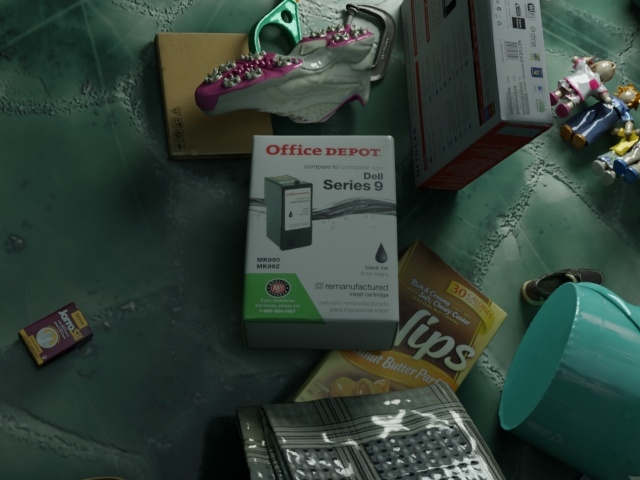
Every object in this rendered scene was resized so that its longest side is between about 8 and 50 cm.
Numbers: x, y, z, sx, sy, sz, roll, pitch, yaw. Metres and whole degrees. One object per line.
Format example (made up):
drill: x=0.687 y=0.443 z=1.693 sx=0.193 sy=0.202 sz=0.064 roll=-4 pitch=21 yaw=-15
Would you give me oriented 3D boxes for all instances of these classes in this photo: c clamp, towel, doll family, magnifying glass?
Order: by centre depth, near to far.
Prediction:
towel: x=0.070 y=0.292 z=1.152 sx=0.324 sy=0.056 sz=0.312 roll=-4 pitch=36 yaw=-15
magnifying glass: x=-0.054 y=-0.362 z=1.486 sx=0.092 sy=0.026 sz=0.231 roll=28 pitch=62 yaw=-29
c clamp: x=0.056 y=-0.326 z=1.521 sx=0.137 sy=0.022 sz=0.160 roll=25 pitch=70 yaw=-10
doll family: x=0.506 y=-0.196 z=1.598 sx=0.163 sy=0.118 sz=0.263 roll=-33 pitch=69 yaw=-16

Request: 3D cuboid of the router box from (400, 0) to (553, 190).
router box: x=0.223 y=-0.279 z=1.412 sx=0.082 sy=0.301 sz=0.335 roll=1 pitch=76 yaw=-17

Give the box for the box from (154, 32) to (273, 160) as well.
box: x=-0.160 y=-0.221 z=1.424 sx=0.164 sy=0.021 sz=0.201 roll=-4 pitch=76 yaw=-21

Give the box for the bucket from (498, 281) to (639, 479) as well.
bucket: x=0.396 y=0.203 z=1.360 sx=0.183 sy=0.281 sz=0.281 roll=25 pitch=69 yaw=-1

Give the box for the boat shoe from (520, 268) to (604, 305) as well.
boat shoe: x=0.400 y=0.074 z=1.509 sx=0.152 sy=0.049 sz=0.056 roll=-12 pitch=79 yaw=-20

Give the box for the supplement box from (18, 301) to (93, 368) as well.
supplement box: x=-0.356 y=0.128 z=1.258 sx=0.083 sy=0.043 sz=0.055 roll=-31 pitch=85 yaw=-23

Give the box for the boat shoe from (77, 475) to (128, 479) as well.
boat shoe: x=-0.378 y=0.384 z=1.139 sx=0.342 sy=0.123 sz=0.123 roll=-15 pitch=81 yaw=-20

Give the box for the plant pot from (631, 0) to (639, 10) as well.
plant pot: x=0.659 y=-0.482 z=1.638 sx=0.293 sy=0.293 sz=0.196 roll=41 pitch=94 yaw=-4

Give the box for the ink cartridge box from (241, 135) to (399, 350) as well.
ink cartridge box: x=0.000 y=0.000 z=1.313 sx=0.211 sy=0.121 sz=0.289 roll=0 pitch=64 yaw=0

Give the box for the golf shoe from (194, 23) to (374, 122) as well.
golf shoe: x=-0.041 y=-0.224 z=1.403 sx=0.306 sy=0.115 sz=0.140 roll=-23 pitch=122 yaw=-24

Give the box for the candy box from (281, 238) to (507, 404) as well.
candy box: x=0.111 y=0.176 z=1.369 sx=0.183 sy=0.087 sz=0.316 roll=40 pitch=69 yaw=-3

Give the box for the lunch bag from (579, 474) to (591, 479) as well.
lunch bag: x=0.437 y=0.390 z=1.436 sx=0.083 sy=0.053 sz=0.071 roll=33 pitch=66 yaw=21
